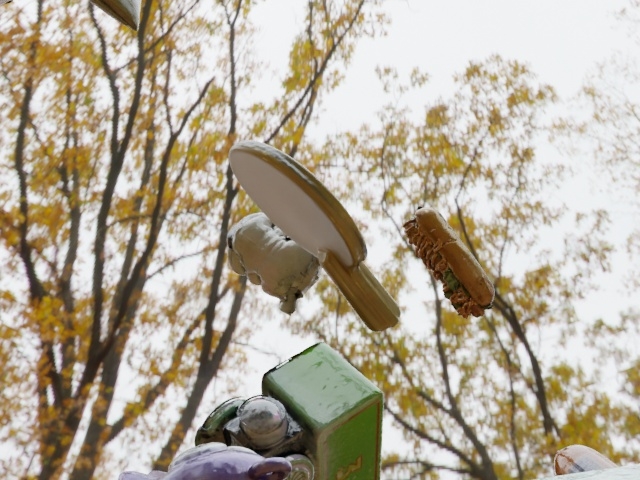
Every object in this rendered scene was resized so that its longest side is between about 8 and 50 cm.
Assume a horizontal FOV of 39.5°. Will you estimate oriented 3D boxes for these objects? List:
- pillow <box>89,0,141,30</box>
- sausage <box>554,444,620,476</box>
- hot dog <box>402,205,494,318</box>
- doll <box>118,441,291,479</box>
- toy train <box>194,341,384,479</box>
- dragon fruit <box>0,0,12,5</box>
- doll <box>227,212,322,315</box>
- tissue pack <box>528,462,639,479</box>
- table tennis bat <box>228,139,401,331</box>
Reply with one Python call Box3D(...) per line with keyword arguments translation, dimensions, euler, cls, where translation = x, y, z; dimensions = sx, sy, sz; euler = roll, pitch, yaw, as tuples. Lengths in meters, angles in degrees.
Box3D(translation=(-0.221, -0.297, 0.899), dimensions=(0.038, 0.203, 0.113), euler=(-37, -52, 25), cls="pillow")
Box3D(translation=(0.297, 0.255, 0.738), dimensions=(0.053, 0.348, 0.053), euler=(-5, -76, -19), cls="sausage")
Box3D(translation=(0.175, 0.028, 1.244), dimensions=(0.055, 0.188, 0.072), euler=(-24, -25, -26), cls="hot dog")
Box3D(translation=(-0.089, 0.163, 0.486), dimensions=(0.206, 0.067, 0.110), euler=(-37, -37, 27), cls="doll")
Box3D(translation=(-0.036, 0.317, 1.288), dimensions=(0.248, 0.173, 0.307), euler=(-27, -46, -30), cls="toy train")
Box3D(translation=(-0.529, -0.426, 1.280), dimensions=(0.227, 0.224, 0.224), euler=(7, -58, -17), cls="dragon fruit")
Box3D(translation=(-0.073, 0.028, 1.530), dimensions=(0.192, 0.095, 0.149), euler=(32, -95, 16), cls="doll")
Box3D(translation=(0.169, 0.311, 0.565), dimensions=(0.227, 0.103, 0.316), euler=(-1, -97, -24), cls="tissue pack")
Box3D(translation=(0.000, 0.000, 1.091), dimensions=(0.050, 0.198, 0.321), euler=(-49, -61, -17), cls="table tennis bat")
